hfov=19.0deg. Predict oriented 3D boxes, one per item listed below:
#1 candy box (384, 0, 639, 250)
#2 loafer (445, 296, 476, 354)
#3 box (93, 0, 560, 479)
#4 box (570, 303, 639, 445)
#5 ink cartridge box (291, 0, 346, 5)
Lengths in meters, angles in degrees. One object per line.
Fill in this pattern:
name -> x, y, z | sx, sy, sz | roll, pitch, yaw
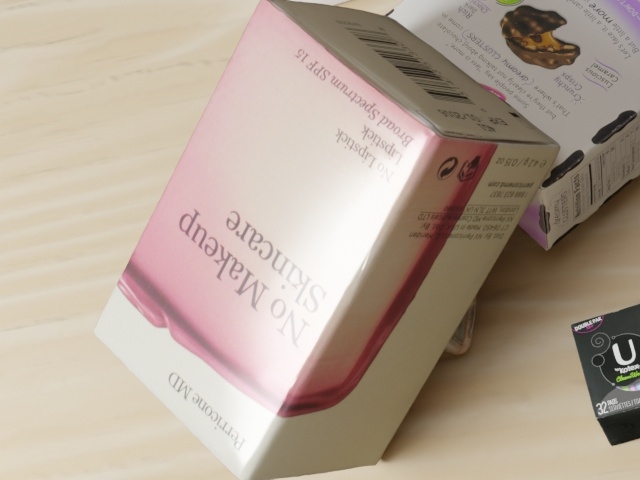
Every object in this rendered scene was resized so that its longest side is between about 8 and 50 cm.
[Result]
candy box -> 0.150, -0.116, 1.162 | 0.196, 0.070, 0.165 | -38, 60, -14
loafer -> 0.079, 0.012, 1.165 | 0.045, 0.039, 0.125 | -21, 45, 42
box -> 0.000, 0.000, 1.086 | 0.149, 0.127, 0.232 | 41, 113, 30
box -> 0.193, 0.071, 1.087 | 0.083, 0.052, 0.062 | -18, 62, 11
ink cartridge box -> 0.024, -0.278, 1.285 | 0.160, 0.092, 0.219 | -16, 62, 11
